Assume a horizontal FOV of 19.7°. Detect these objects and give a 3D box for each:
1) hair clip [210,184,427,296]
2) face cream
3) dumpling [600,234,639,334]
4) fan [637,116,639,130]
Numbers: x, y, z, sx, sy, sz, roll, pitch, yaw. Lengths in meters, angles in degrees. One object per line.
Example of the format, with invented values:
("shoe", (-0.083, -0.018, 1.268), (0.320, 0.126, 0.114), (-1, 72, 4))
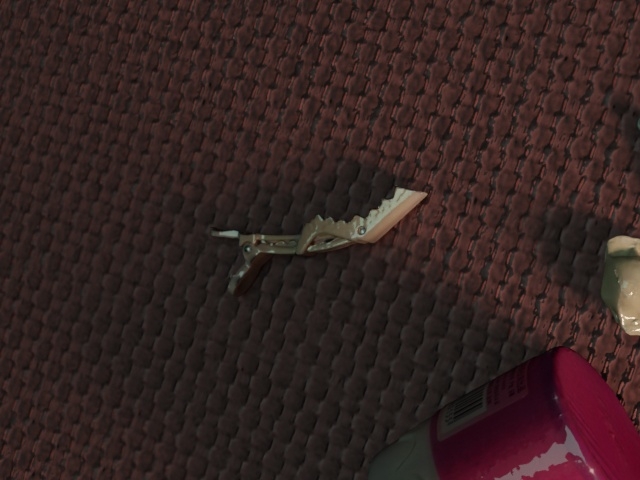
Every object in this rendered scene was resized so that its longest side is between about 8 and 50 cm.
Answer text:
("hair clip", (0.000, 0.000, 1.737), (0.226, 0.034, 0.072), (-12, 81, 24))
("face cream", (0.163, 0.206, 1.544), (0.195, 0.175, 0.175), (-32, 70, 21))
("dumpling", (0.273, 0.038, 1.590), (0.076, 0.057, 0.052), (-107, 25, -43))
("fan", (0.312, -0.020, 1.589), (0.038, 0.016, 0.193), (-22, 75, 20))
